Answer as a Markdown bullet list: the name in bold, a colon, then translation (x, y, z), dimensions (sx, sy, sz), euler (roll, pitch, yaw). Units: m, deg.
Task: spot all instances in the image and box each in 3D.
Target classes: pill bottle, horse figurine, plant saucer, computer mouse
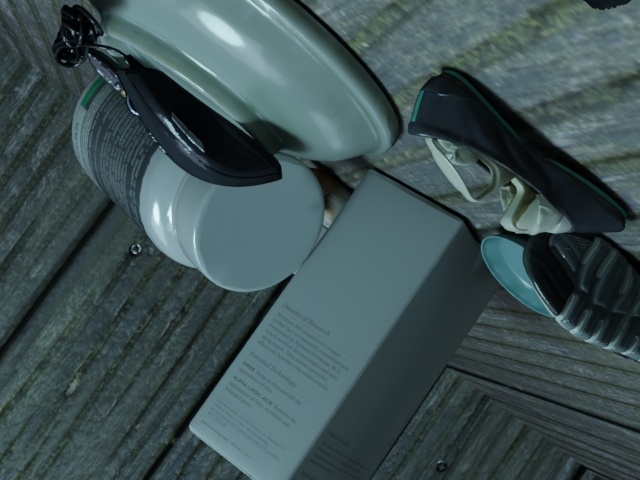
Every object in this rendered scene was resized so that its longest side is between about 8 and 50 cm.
- **pill bottle**: translation (-0.158, -0.090, 1.384), dimensions (0.204, 0.204, 0.361), euler (41, 179, -40)
- **horse figurine**: translation (0.016, -0.029, 1.536), dimensions (0.263, 0.066, 0.174), euler (34, -149, -24)
- **plant saucer**: translation (-0.110, -0.181, 1.112), dimensions (0.400, 0.101, 0.400), euler (35, 174, 4)
- **plant saucer**: translation (0.226, 0.033, 1.194), dimensions (0.119, 0.021, 0.119), euler (40, 162, 16)
- **computer mouse**: translation (-0.165, -0.124, 1.091), dimensions (0.262, 0.060, 0.184), euler (37, 172, -18)

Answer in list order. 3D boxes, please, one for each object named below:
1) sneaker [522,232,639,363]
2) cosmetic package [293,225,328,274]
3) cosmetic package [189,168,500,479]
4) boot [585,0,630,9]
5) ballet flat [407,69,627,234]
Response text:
- **sneaker**: translation (0.268, 0.066, 1.046), dimensions (0.228, 0.086, 0.132), euler (35, 176, -8)
- **cosmetic package**: translation (0.000, 0.000, 1.677), dimensions (0.238, 0.107, 0.127), euler (38, -158, -10)
- **cosmetic package**: translation (0.041, 0.134, 1.355), dimensions (0.156, 0.385, 0.217), euler (30, 170, 29)
- **boot**: translation (0.115, -0.148, 0.451), dimensions (0.099, 0.045, 0.121), euler (35, 167, -15)
- **ballet flat**: translation (0.150, -0.049, 0.873), dimensions (0.203, 0.074, 0.074), euler (37, 173, -14)
